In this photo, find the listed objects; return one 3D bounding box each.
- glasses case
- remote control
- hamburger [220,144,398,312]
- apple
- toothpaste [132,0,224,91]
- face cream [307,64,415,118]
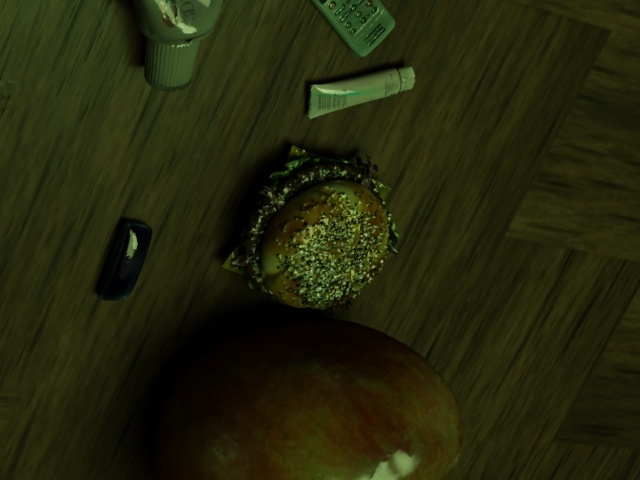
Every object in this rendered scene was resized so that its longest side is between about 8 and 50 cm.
[{"bbox_3d":[-0.180,0.021,1.797,0.033,0.023,0.083,6,117,-38],"label":"glasses case"},{"bbox_3d":[0.024,-0.220,1.776,0.053,0.018,0.124,-44,136,-2],"label":"remote control"},{"bbox_3d":[0.004,-0.001,1.867,0.189,0.093,0.164,4,118,-40],"label":"hamburger"},{"bbox_3d":[-0.025,0.207,1.900,0.301,0.301,0.301,-19,130,-25],"label":"apple"},{"bbox_3d":[-0.110,-0.243,1.605,0.099,0.068,0.282,-49,161,-44],"label":"toothpaste"},{"bbox_3d":[0.038,-0.144,1.840,0.115,0.020,0.038,-17,130,-25],"label":"face cream"}]
